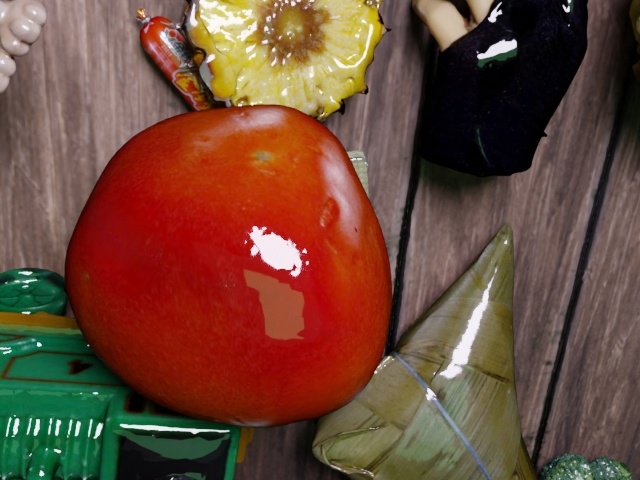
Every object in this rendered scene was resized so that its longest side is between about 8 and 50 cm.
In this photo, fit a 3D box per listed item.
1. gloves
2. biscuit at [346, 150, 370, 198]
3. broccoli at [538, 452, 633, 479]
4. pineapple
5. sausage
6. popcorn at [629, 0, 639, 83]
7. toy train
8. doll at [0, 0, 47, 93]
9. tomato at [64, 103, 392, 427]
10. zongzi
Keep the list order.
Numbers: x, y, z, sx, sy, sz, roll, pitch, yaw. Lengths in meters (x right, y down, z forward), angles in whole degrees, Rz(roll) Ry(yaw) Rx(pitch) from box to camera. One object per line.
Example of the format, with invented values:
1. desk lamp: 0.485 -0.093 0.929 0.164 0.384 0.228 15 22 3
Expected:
1. gloves: 0.191 -0.218 0.635 0.197 0.152 0.301 -12 99 -36
2. biscuit: 0.000 0.000 0.720 0.121 0.040 0.199 -7 113 -5
3. broccoli: 0.393 0.429 0.857 0.270 0.270 0.270 16 110 23
4. pineapple: -0.039 -0.212 0.609 0.225 0.076 0.225 -8 108 -23
5. sausage: -0.132 -0.171 0.629 0.050 0.048 0.145 -20 118 38
6. popcorn: 0.435 -0.235 0.614 0.293 0.293 0.237 17 141 -17
7. toy train: -0.230 0.164 0.623 0.429 0.249 0.178 6 109 -14
8. doll: -0.312 -0.190 0.382 0.278 0.119 0.154 17 113 -41
9. tomato: -0.067 0.011 0.534 0.299 0.298 0.226 7 143 -14
10. zongzi: 0.215 0.203 0.772 0.323 0.160 0.360 39 91 -12
